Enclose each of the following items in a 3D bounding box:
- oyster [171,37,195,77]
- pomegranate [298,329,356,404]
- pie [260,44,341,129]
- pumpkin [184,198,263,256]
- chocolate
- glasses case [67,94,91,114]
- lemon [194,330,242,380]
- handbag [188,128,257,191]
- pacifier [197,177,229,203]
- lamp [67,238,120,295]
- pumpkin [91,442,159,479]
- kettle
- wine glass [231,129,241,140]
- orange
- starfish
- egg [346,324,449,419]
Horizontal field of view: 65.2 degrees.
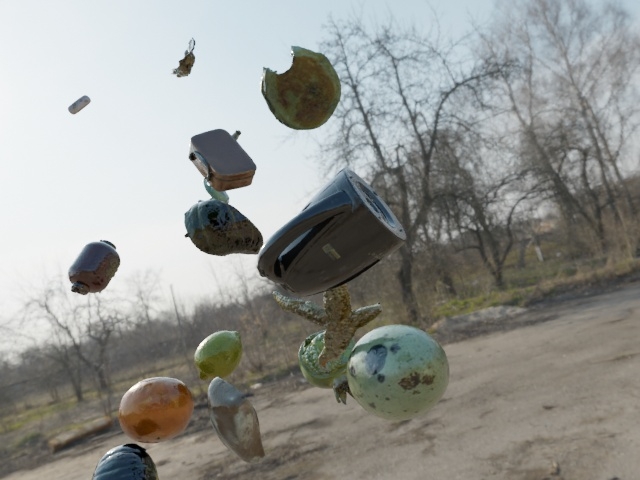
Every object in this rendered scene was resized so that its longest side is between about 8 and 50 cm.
[{"bbox_3d":[-0.436,-0.576,1.614,0.056,0.105,0.177,20,-32,-27],"label":"oyster"},{"bbox_3d":[0.048,0.527,2.105,0.260,0.341,0.260,-14,-40,-12],"label":"pomegranate"},{"bbox_3d":[-0.067,-0.546,1.817,0.302,0.303,0.067,-16,25,2],"label":"pie"},{"bbox_3d":[-0.304,-0.015,1.601,0.111,0.278,0.163,-29,24,42],"label":"pumpkin"},{"bbox_3d":[-0.242,0.507,1.360,0.157,0.254,0.080,17,38,37],"label":"chocolate"},{"bbox_3d":[-0.817,-0.460,1.694,0.083,0.032,0.021,-42,-3,-11],"label":"glasses case"},{"bbox_3d":[-0.419,0.476,2.090,0.248,0.184,0.184,-54,14,-29],"label":"lemon"},{"bbox_3d":[-0.288,-0.231,1.431,0.151,0.193,0.072,-21,-27,-36],"label":"handbag"},{"bbox_3d":[-0.397,-0.158,1.829,0.116,0.150,0.127,-29,21,16],"label":"pacifier"},{"bbox_3d":[-0.940,0.118,2.086,0.180,0.258,0.180,12,-34,9],"label":"lamp"},{"bbox_3d":[-0.693,0.857,1.711,0.295,0.296,0.296,-16,-7,-2],"label":"pumpkin"},{"bbox_3d":[0.000,0.000,1.076,0.290,0.207,0.268,-39,-28,17],"label":"kettle"},{"bbox_3d":[-0.418,-0.504,2.449,0.039,0.042,0.083,28,-44,-25],"label":"wine glass"},{"bbox_3d":[-0.637,0.664,1.952,0.283,0.226,0.284,-11,-37,-9],"label":"orange"},{"bbox_3d":[0.000,0.238,1.574,0.082,0.324,0.432,-52,1,-42],"label":"starfish"},{"bbox_3d":[0.232,0.398,1.526,0.287,0.288,0.379,-14,-19,-18],"label":"egg"}]
